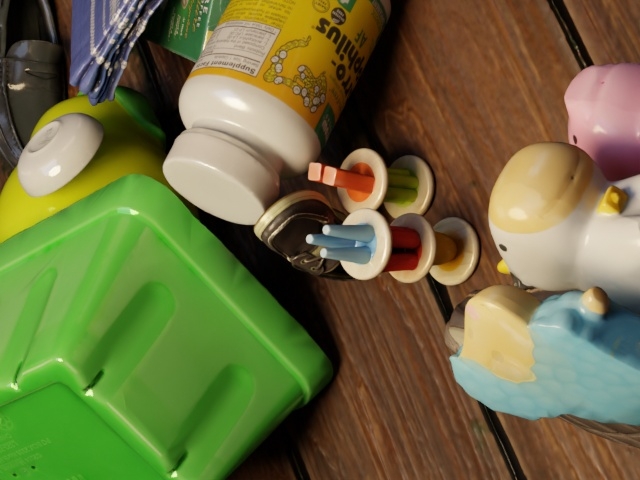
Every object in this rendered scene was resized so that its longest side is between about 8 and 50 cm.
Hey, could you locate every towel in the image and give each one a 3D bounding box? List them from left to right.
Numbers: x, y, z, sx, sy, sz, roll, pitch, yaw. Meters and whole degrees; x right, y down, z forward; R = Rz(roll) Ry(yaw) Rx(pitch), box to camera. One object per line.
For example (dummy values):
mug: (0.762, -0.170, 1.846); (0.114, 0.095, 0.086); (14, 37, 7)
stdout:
towel: (-0.118, -0.295, 1.462); (0.336, 0.040, 0.243); (-53, 25, 23)

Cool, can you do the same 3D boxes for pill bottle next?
pill bottle: (-0.037, -0.122, 1.322); (0.117, 0.117, 0.208); (3, 58, 45)

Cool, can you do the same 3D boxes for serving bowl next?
serving bowl: (-0.216, -0.075, 1.393); (0.083, 0.027, 0.083); (-29, 32, 20)

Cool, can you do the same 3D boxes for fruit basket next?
fruit basket: (-0.184, 0.057, 1.466); (0.392, 0.283, 0.392); (-36, 20, 16)

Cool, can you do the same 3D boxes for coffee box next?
coffee box: (-0.102, -0.212, 1.463); (0.184, 0.040, 0.113); (-150, 71, -66)

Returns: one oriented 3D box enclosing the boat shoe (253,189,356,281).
boat shoe: (0.000, 0.000, 1.317); (0.056, 0.152, 0.049); (-44, 68, 14)

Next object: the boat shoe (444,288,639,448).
boat shoe: (0.237, 0.060, 1.106); (0.355, 0.132, 0.130); (7, 66, 46)

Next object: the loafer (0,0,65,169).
loafer: (-0.284, -0.166, 1.658); (0.078, 0.076, 0.223); (-38, 57, 45)

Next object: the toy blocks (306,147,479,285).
toy blocks: (0.035, -0.021, 1.277); (0.054, 0.148, 0.123); (-52, 54, 28)

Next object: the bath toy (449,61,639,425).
bath toy: (0.199, -0.046, 1.038); (0.151, 0.348, 0.129); (37, 147, -4)
